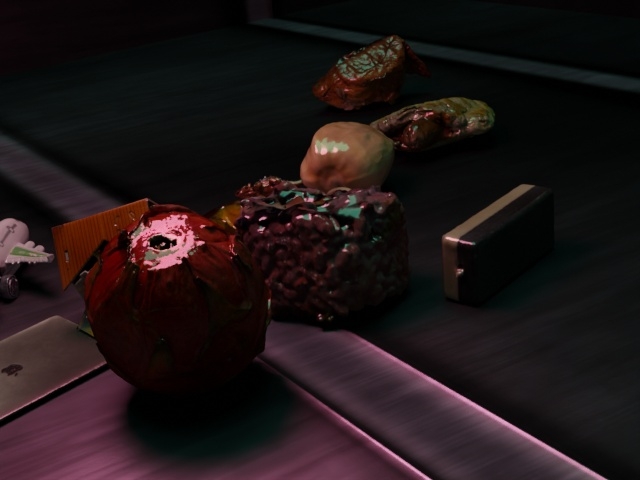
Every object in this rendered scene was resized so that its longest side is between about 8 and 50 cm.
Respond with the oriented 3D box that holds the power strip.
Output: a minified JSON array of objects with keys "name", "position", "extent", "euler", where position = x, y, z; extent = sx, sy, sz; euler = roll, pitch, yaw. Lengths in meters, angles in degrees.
[{"name":"power strip","position":[0.270,0.003,1.463],"extent":[0.070,0.105,0.256],"euler":[11,28,37]}]

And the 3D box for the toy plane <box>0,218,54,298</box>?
[{"name":"toy plane","position":[-0.545,0.035,1.604],"extent":[0.251,0.101,0.255],"euler":[-3,19,8]}]

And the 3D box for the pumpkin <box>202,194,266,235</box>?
[{"name":"pumpkin","position":[-0.172,-0.007,1.571],"extent":[0.149,0.131,0.254],"euler":[14,31,38]}]

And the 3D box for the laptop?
[{"name":"laptop","position":[-0.422,0.183,1.326],"extent":[0.187,0.015,0.269],"euler":[15,30,40]}]

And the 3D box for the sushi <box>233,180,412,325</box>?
[{"name":"sushi","position":[0.000,0.000,1.457],"extent":[0.270,0.171,0.236],"euler":[4,25,33]}]

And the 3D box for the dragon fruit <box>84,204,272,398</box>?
[{"name":"dragon fruit","position":[-0.176,0.082,1.216],"extent":[0.240,0.252,0.241],"euler":[5,64,-10]}]

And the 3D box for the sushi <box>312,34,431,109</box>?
[{"name":"sushi","position":[0.123,-0.410,2.444],"extent":[0.296,0.179,0.167],"euler":[-36,57,-24]}]

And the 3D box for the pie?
[{"name":"pie","position":[0.240,-0.259,2.104],"extent":[0.274,0.106,0.257],"euler":[-14,15,-20]}]

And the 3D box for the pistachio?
[{"name":"pistachio","position":[0.054,-0.150,1.817],"extent":[0.157,0.157,0.229],"euler":[7,19,28]}]

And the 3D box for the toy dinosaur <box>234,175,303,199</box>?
[{"name":"toy dinosaur","position":[-0.092,-0.101,1.878],"extent":[0.154,0.049,0.055],"euler":[-11,19,1]}]

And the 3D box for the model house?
[{"name":"model house","position":[-0.276,0.017,1.400],"extent":[0.219,0.136,0.207],"euler":[-17,37,12]}]
